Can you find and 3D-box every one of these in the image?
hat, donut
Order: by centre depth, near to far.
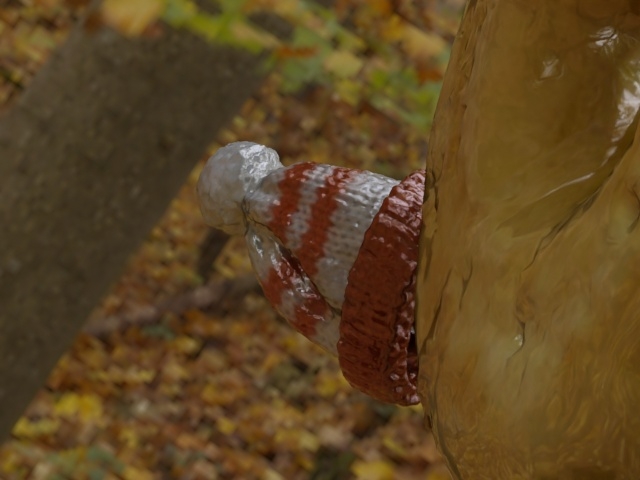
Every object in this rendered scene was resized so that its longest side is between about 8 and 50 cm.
[{"bbox_3d":[0.174,-0.065,0.647,0.198,0.448,0.449,14,8,-16],"label":"donut"},{"bbox_3d":[0.000,0.000,0.909,0.162,0.112,0.094,24,22,27],"label":"hat"}]
